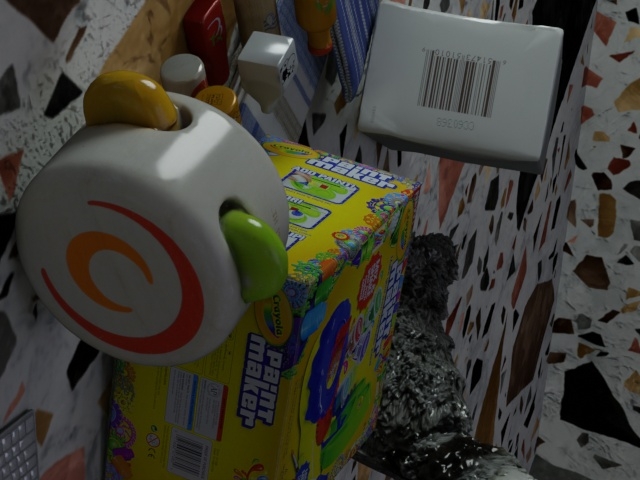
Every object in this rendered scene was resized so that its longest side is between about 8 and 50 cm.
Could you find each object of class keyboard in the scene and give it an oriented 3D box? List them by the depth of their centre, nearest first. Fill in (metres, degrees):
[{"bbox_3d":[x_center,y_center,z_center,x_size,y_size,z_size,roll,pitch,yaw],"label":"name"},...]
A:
[{"bbox_3d":[-0.283,0.210,1.216,0.256,0.014,0.072,-40,139,-62],"label":"keyboard"}]

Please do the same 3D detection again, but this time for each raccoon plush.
[{"bbox_3d":[0.149,0.137,1.846,0.299,0.446,0.216,-61,145,-9],"label":"raccoon plush"}]

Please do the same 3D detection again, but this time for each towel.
[{"bbox_3d":[-0.043,-0.185,1.645,0.209,0.034,0.285,52,54,-68],"label":"towel"},{"bbox_3d":[0.039,-0.352,1.712,0.243,0.040,0.336,70,29,-62],"label":"towel"}]

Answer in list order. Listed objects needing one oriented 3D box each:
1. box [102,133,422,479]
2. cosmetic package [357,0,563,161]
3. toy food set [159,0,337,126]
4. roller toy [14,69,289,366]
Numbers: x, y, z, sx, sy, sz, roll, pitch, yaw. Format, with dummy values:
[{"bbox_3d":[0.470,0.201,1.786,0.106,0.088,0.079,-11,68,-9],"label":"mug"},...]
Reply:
[{"bbox_3d":[-0.053,0.091,1.517,0.279,0.177,0.290,-42,146,-58],"label":"box"},{"bbox_3d":[0.177,-0.174,1.922,0.385,0.217,0.156,-13,114,-83],"label":"cosmetic package"},{"bbox_3d":[-0.067,-0.157,1.461,0.105,0.111,0.232,81,27,-47],"label":"toy food set"},{"bbox_3d":[-0.129,-0.014,1.253,0.191,0.209,0.146,-46,-173,43],"label":"roller toy"}]
